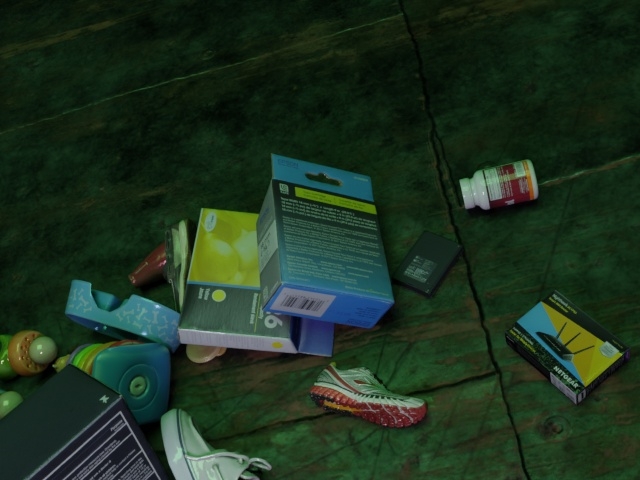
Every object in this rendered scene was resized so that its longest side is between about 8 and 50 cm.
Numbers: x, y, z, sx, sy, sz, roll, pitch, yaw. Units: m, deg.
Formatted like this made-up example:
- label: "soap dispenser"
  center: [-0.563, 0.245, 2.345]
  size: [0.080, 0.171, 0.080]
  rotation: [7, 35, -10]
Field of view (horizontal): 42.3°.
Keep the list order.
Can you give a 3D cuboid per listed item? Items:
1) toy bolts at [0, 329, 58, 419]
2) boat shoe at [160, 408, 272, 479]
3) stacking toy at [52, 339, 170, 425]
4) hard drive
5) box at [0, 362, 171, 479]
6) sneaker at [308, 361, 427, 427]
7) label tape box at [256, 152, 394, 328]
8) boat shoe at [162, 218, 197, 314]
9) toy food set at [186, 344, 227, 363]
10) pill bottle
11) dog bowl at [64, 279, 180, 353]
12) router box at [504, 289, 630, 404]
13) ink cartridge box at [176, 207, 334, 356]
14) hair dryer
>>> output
- label: "toy bolts"
  center: [-0.669, 0.272, 1.712]
  size: [0.158, 0.218, 0.228]
  rotation: [-13, 55, 32]
- label: "boat shoe"
  center: [-0.157, 0.430, 1.462]
  size: [0.156, 0.136, 0.367]
  rotation: [-29, 53, -4]
- label: "stacking toy"
  center: [-0.454, 0.271, 1.691]
  size: [0.302, 0.175, 0.165]
  rotation: [4, 92, 45]
- label: "hard drive"
  center: [0.220, 0.046, 1.702]
  size: [0.094, 0.022, 0.135]
  rotation: [23, 64, 32]
- label: "box"
  center: [-0.437, 0.425, 1.410]
  size: [0.183, 0.294, 0.296]
  rotation: [18, 48, 40]
- label: "sneaker"
  center: [0.091, 0.277, 1.526]
  size: [0.225, 0.088, 0.092]
  rotation: [11, 57, 25]
- label: "label tape box"
  center: [0.000, 0.000, 1.683]
  size: [0.241, 0.106, 0.333]
  rotation: [12, 48, -22]
- label: "boat shoe"
  center: [-0.299, 0.064, 1.765]
  size: [0.073, 0.080, 0.223]
  rotation: [-12, 67, 20]
- label: "toy food set"
  center: [-0.241, 0.219, 1.727]
  size: [0.083, 0.020, 0.082]
  rotation: [-35, 50, -9]
- label: "pill bottle"
  center: [0.372, -0.113, 1.733]
  size: [0.152, 0.086, 0.086]
  rotation: [-12, 51, 10]
- label: "dog bowl"
  center: [-0.411, 0.164, 1.743]
  size: [0.297, 0.166, 0.074]
  rotation: [11, 69, 26]
- label: "router box"
  center: [0.444, 0.190, 1.499]
  size: [0.133, 0.046, 0.179]
  rotation: [-37, 51, -12]
- label: "ink cartridge box"
  center: [-0.117, 0.081, 1.705]
  size: [0.307, 0.072, 0.303]
  rotation: [4, 53, 1]
- label: "hair dryer"
  center: [-0.290, 0.068, 1.823]
  size: [0.293, 0.080, 0.223]
  rotation: [-1, 54, 18]
